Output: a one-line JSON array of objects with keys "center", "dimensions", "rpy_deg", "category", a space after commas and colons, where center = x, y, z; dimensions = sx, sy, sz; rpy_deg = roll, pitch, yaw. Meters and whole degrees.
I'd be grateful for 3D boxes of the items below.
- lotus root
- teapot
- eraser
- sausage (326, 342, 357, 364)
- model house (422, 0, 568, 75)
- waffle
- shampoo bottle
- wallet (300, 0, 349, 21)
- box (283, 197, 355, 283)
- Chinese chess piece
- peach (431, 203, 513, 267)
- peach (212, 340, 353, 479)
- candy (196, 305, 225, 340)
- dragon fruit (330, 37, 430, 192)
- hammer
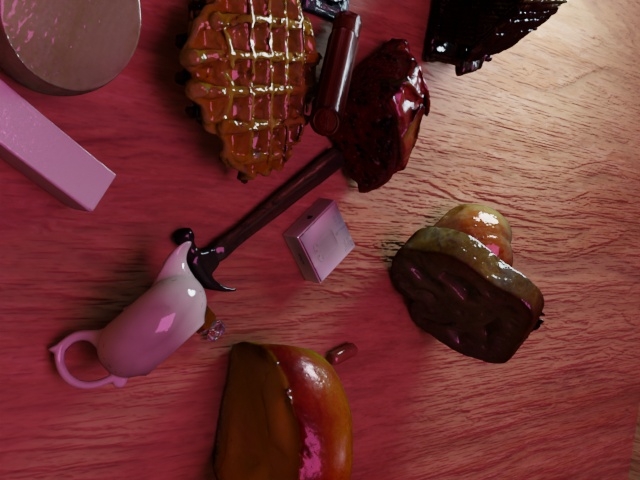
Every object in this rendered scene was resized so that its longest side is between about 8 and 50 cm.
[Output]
[{"center": [0.350, 0.133, 1.956], "dimensions": [0.111, 0.375, 0.390], "rpy_deg": [-51, 119, -31], "category": "lotus root"}, {"center": [-0.307, 0.144, 1.409], "dimensions": [0.300, 0.208, 0.166], "rpy_deg": [-32, 102, -15], "category": "teapot"}, {"center": [-0.452, -0.158, 1.266], "dimensions": [0.298, 0.076, 0.078], "rpy_deg": [44, 66, -42], "category": "eraser"}, {"center": [0.050, 0.259, 1.901], "dimensions": [0.083, 0.034, 0.034], "rpy_deg": [-19, 112, -42], "category": "sausage"}, {"center": [0.440, -0.542, 1.952], "dimensions": [0.317, 0.282, 0.297], "rpy_deg": [-15, 109, -43], "category": "model house"}, {"center": [-0.113, -0.319, 1.535], "dimensions": [0.382, 0.095, 0.379], "rpy_deg": [52, 50, -51], "category": "waffle"}, {"center": [0.034, -0.341, 1.662], "dimensions": [0.102, 0.064, 0.260], "rpy_deg": [91, 10, -64], "category": "shampoo bottle"}, {"center": [0.016, -0.501, 1.709], "dimensions": [0.129, 0.026, 0.088], "rpy_deg": [4, 96, -47], "category": "wallet"}, {"center": [0.000, 0.000, 1.784], "dimensions": [0.129, 0.051, 0.130], "rpy_deg": [-45, 126, -29], "category": "box"}, {"center": [-0.395, -0.345, 1.266], "dimensions": [0.250, 0.101, 0.250], "rpy_deg": [-12, 107, -44], "category": "Chinese chess piece"}, {"center": [0.365, 0.011, 2.075], "dimensions": [0.232, 0.232, 0.232], "rpy_deg": [-12, 107, -44], "category": "peach"}, {"center": [-0.056, 0.400, 1.642], "dimensions": [0.242, 0.306, 0.380], "rpy_deg": [14, 83, -39], "category": "peach"}, {"center": [-0.239, 0.130, 1.570], "dimensions": [0.053, 0.046, 0.182], "rpy_deg": [-56, 137, -26], "category": "candy"}, {"center": [0.126, -0.318, 1.778], "dimensions": [0.240, 0.302, 0.330], "rpy_deg": [25, 61, -14], "category": "dragon fruit"}, {"center": [-0.102, -0.061, 1.670], "dimensions": [0.440, 0.044, 0.168], "rpy_deg": [-42, 125, -32], "category": "hammer"}]
